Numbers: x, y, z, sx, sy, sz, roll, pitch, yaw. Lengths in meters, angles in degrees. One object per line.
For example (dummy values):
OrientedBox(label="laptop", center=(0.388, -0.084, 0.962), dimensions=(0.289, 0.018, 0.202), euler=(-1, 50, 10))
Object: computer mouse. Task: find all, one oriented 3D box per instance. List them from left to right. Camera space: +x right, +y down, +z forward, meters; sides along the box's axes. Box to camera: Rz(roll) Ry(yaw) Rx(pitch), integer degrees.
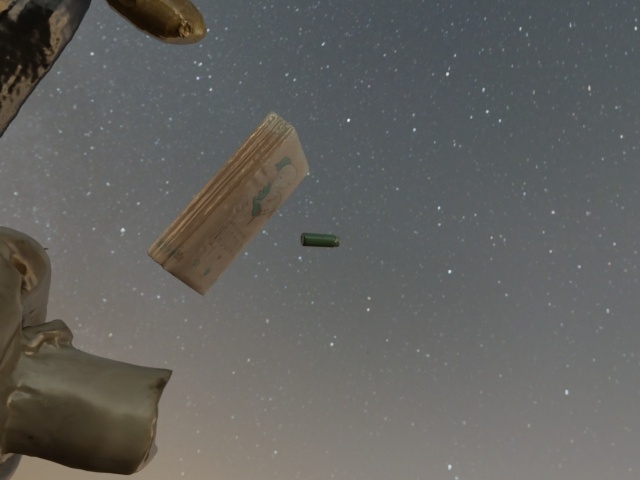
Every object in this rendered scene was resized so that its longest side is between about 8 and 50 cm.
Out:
OrientedBox(label="computer mouse", center=(-0.358, -0.209, 0.544), dimensions=(0.137, 0.270, 0.086), euler=(24, -9, 40))

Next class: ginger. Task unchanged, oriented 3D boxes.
OrientedBox(label="ginger", center=(-0.379, -0.485, 0.827), dimensions=(0.122, 0.363, 0.348), euler=(-41, -35, 16))

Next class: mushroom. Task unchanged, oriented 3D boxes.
OrientedBox(label="mushroom", center=(-0.297, 0.132, 0.490), dimensions=(0.289, 0.293, 0.292), euler=(10, -37, -18))

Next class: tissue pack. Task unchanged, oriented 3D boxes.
OrientedBox(label="tissue pack", center=(-0.153, -0.061, 0.905), dimensions=(0.071, 0.325, 0.170), euler=(36, -10, 19))

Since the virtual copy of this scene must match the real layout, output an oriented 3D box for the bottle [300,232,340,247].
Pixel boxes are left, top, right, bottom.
OrientedBox(label="bottle", center=(0.000, 0.000, 1.086), dimensions=(0.083, 0.030, 0.030), euler=(3, -36, -19))
